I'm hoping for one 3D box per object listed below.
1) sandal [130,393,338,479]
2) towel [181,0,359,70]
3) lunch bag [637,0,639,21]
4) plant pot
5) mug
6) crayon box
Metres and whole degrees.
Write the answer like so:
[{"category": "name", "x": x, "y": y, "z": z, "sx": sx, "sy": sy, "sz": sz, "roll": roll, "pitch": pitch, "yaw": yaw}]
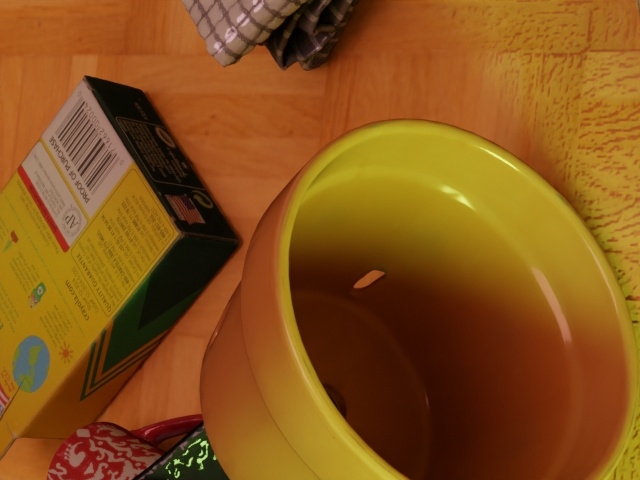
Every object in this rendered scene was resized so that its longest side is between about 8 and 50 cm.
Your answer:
[{"category": "sandal", "x": -0.140, "y": 0.265, "z": 1.306, "sx": 0.167, "sy": 0.107, "sz": 0.446, "roll": 45, "pitch": 89, "yaw": -4}, {"category": "towel", "x": -0.029, "y": -0.303, "z": 1.418, "sx": 0.235, "sy": 0.121, "sz": 0.283, "roll": -46, "pitch": 57, "yaw": 25}, {"category": "lunch bag", "x": 0.326, "y": -0.139, "z": 1.064, "sx": 0.235, "sy": 0.169, "sz": 0.287, "roll": -10, "pitch": 82, "yaw": 43}, {"category": "plant pot", "x": 0.049, "y": 0.088, "z": 1.218, "sx": 0.203, "sy": 0.291, "sz": 0.290, "roll": -40, "pitch": 59, "yaw": 50}, {"category": "mug", "x": -0.134, "y": 0.218, "z": 1.468, "sx": 0.169, "sy": 0.150, "sz": 0.113, "roll": 24, "pitch": 137, "yaw": 44}, {"category": "crayon box", "x": -0.231, "y": 0.036, "z": 1.568, "sx": 0.318, "sy": 0.081, "sz": 0.202, "roll": -49, "pitch": 57, "yaw": 24}]
